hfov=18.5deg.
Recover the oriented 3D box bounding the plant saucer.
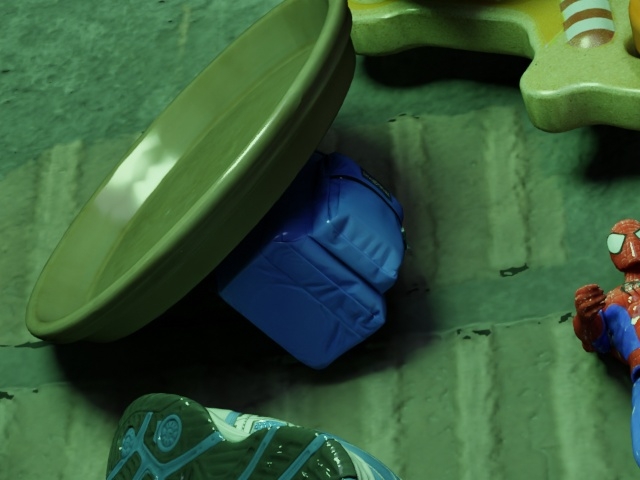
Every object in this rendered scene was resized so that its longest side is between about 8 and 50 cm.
[{"bbox_3d":[-0.072,-0.041,1.177,0.278,0.041,0.278,-43,17,17],"label":"plant saucer"}]

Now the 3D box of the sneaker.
[{"bbox_3d":[-0.038,0.134,1.061,0.211,0.081,0.080,10,81,47],"label":"sneaker"}]

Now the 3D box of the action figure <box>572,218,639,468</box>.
[{"bbox_3d":[0.184,0.062,1.016,0.091,0.139,0.280,-12,40,3],"label":"action figure"}]

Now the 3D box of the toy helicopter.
[{"bbox_3d":[0.166,-0.156,1.252,0.355,0.140,0.235,9,47,31],"label":"toy helicopter"}]

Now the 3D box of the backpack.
[{"bbox_3d":[0.000,0.000,1.157,0.101,0.098,0.120,-35,27,20],"label":"backpack"}]
